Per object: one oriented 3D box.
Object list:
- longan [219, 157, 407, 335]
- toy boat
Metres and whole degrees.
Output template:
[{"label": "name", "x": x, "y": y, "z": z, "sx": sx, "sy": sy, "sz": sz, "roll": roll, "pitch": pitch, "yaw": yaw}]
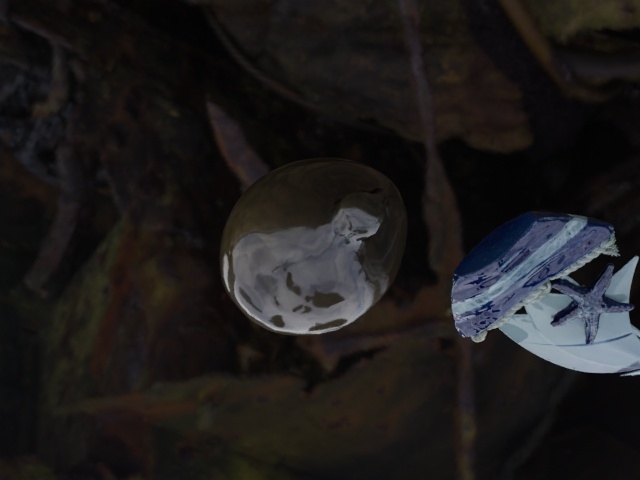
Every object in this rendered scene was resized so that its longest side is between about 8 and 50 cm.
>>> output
[{"label": "longan", "x": 0.000, "y": 0.000, "z": 1.082, "sx": 0.159, "sy": 0.185, "sz": 0.204, "roll": 52, "pitch": 151, "yaw": -2}, {"label": "toy boat", "x": 0.291, "y": 0.064, "z": 1.311, "sx": 0.292, "sy": 0.070, "sz": 0.210, "roll": 16, "pitch": 132, "yaw": -7}]
